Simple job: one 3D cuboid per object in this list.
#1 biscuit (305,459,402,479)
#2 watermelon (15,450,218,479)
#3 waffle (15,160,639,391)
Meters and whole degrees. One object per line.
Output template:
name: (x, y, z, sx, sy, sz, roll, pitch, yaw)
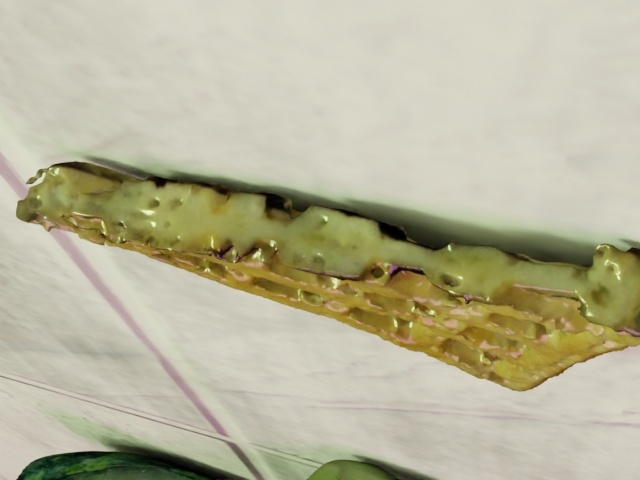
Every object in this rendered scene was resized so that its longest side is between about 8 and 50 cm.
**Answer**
biscuit: (-0.043, 0.213, 0.828, 0.099, 0.038, 0.322, 22, 131, -25)
watermelon: (-0.109, 0.213, 0.956, 0.136, 0.202, 0.207, -33, 146, 24)
waffle: (0.000, 0.000, 0.363, 0.152, 0.023, 0.097, 20, 162, -6)
